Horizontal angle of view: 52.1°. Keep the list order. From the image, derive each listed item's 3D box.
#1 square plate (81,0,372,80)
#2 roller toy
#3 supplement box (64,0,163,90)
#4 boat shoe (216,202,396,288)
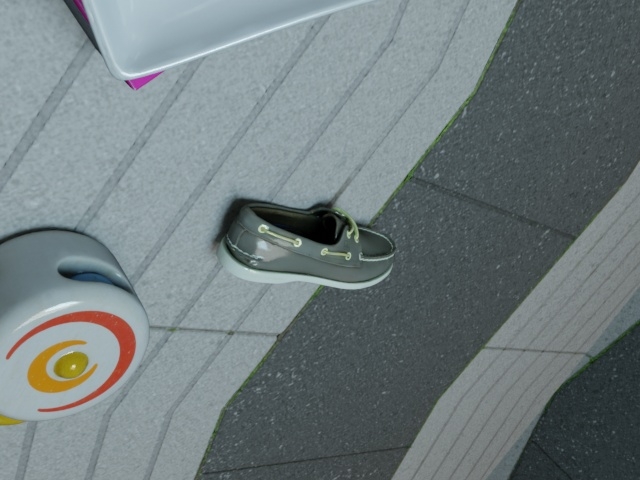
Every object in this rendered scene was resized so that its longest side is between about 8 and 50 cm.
[{"bbox_3d":[-0.042,-0.330,0.459,0.347,0.049,0.344,-23,112,-17],"label":"square plate"},{"bbox_3d":[-0.301,0.101,0.738,0.209,0.146,0.191,-25,136,-21],"label":"roller toy"},{"bbox_3d":[-0.186,-0.257,0.551,0.114,0.111,0.220,-36,141,-11],"label":"supplement box"},{"bbox_3d":[0.002,0.003,0.942,0.304,0.109,0.091,3,127,-37],"label":"boat shoe"}]
